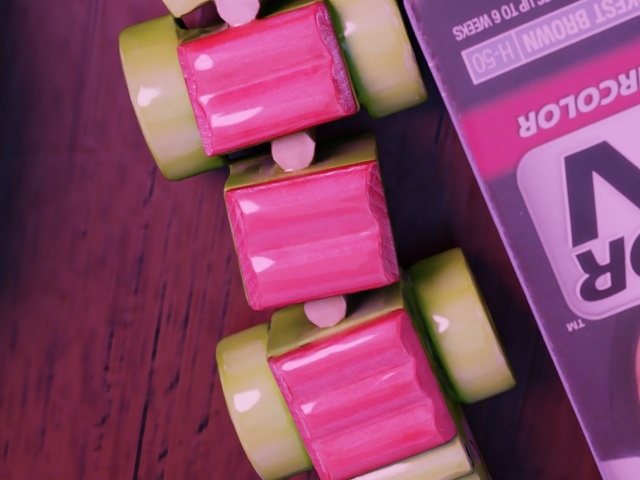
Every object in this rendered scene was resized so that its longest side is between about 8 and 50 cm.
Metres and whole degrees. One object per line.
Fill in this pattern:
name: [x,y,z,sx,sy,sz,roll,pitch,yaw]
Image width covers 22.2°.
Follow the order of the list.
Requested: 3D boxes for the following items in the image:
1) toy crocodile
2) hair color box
toy crocodile: [0.000,0.000,0.644,0.115,0.105,0.340,-17,105,6]
hair color box: [0.185,0.031,0.645,0.185,0.113,0.374,-23,105,7]
